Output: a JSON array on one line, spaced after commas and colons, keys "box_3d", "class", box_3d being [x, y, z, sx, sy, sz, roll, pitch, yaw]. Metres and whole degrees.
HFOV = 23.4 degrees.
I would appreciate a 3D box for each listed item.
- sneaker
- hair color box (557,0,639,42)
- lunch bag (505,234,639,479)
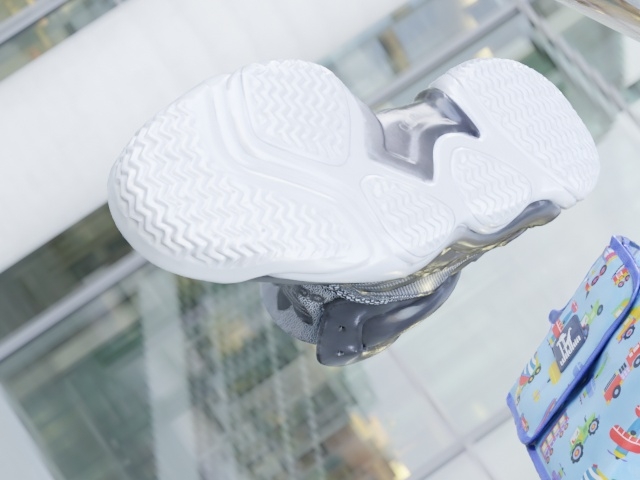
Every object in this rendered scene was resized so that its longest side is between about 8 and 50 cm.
[{"box_3d": [0.000, 0.000, 0.688, 0.153, 0.269, 0.101, -46, -114, 40], "class": "sneaker"}, {"box_3d": [0.325, -0.170, 1.121, 0.339, 0.110, 0.185, 23, 1, -25], "class": "hair color box"}, {"box_3d": [0.301, 0.139, 1.553, 0.138, 0.221, 0.293, 22, 17, -22], "class": "lunch bag"}]
